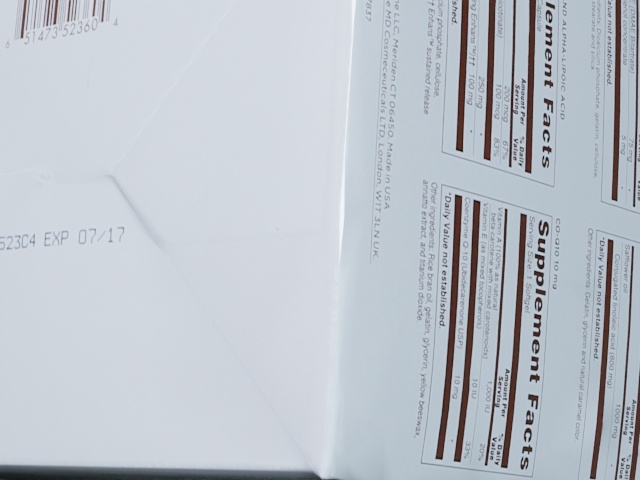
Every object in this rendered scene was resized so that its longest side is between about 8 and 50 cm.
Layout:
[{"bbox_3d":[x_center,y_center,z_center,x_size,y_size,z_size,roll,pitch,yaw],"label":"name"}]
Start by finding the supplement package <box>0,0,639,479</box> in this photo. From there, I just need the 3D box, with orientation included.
[{"bbox_3d":[0.000,0.000,0.545,0.203,0.194,0.149,14,77,-48],"label":"supplement package"}]
